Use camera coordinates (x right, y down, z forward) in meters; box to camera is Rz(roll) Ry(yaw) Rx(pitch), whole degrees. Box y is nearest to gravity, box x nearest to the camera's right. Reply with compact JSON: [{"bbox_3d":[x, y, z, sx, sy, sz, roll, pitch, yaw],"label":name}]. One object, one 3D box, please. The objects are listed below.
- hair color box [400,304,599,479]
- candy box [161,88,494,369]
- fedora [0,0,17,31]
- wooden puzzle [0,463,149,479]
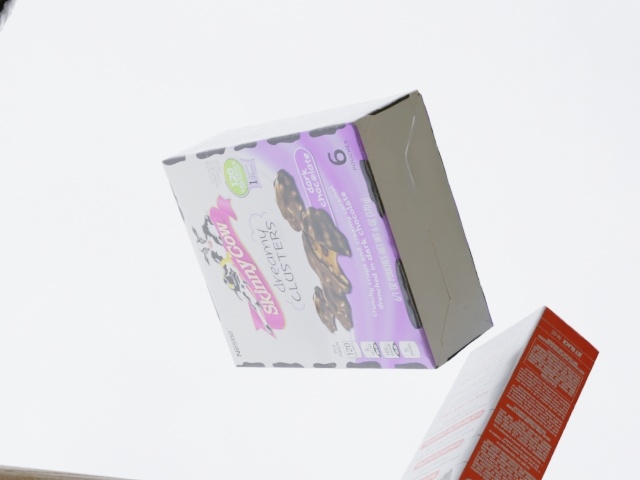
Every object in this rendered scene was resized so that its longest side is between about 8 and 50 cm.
[{"bbox_3d":[0.105,0.129,0.772,0.053,0.093,0.167,40,-127,-5],"label":"hair color box"},{"bbox_3d":[0.000,0.000,0.823,0.070,0.196,0.165,-30,-74,-41],"label":"candy box"},{"bbox_3d":[-0.205,-0.238,0.587,0.152,0.334,0.334,21,-97,-5],"label":"fedora"},{"bbox_3d":[-0.101,0.198,0.275,0.348,0.080,0.322,11,-121,-31],"label":"wooden puzzle"}]
